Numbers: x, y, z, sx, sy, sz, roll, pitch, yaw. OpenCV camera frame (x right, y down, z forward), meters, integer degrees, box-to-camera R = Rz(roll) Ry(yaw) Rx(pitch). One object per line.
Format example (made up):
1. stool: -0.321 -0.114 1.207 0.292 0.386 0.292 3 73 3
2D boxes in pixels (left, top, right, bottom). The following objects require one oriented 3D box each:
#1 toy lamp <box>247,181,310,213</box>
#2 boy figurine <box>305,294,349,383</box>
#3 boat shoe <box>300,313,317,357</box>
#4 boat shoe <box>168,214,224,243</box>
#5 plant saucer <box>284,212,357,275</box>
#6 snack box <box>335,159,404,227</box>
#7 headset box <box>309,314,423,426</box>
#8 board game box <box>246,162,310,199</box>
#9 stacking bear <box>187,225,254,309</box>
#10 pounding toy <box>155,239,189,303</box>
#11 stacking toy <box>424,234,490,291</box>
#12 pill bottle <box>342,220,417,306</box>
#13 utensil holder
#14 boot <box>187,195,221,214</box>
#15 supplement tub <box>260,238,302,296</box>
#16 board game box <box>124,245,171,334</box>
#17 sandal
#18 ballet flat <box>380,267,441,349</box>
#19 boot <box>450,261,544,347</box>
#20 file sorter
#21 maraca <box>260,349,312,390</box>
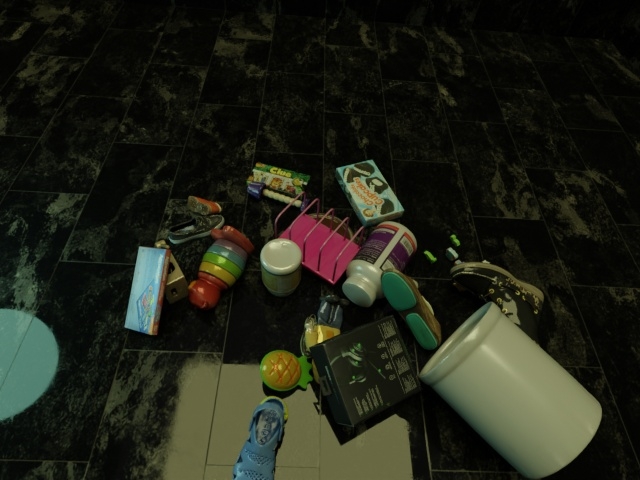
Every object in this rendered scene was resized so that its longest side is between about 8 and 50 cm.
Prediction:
1. toy lamp: -0.182 -0.185 1.772 0.274 0.080 0.080 21 55 8
2. boy figurine: 0.017 0.328 1.381 0.177 0.092 0.286 29 59 -31
3. boat shoe: -0.040 0.327 1.429 0.056 0.049 0.153 4 54 -2
4. boat shoe: -0.497 -0.061 1.653 0.228 0.076 0.080 -20 58 -18
5. plant saucer: 0.000 0.000 1.671 0.309 0.050 0.311 3 53 -4
6. snack box: 0.213 -0.214 1.834 0.186 0.060 0.322 -16 57 -15
7. headset box: 0.129 0.398 1.275 0.282 0.131 0.247 -17 79 -26
8. board game box: -0.188 -0.270 1.861 0.259 0.030 0.136 14 52 5
9. stacking bear: -0.374 0.114 1.494 0.164 0.175 0.289 40 64 -29
10. pounding toy: -0.563 0.093 1.472 0.094 0.181 0.206 -27 61 -22
11. stacking toy: 0.551 0.083 1.656 0.166 0.052 0.221 -28 61 -23
12. pill bottle: 0.217 0.089 1.543 0.181 0.182 0.323 31 58 16
13. utensil holder: 0.545 0.434 1.226 0.327 0.328 0.385 -37 73 -27
14. boot: -0.489 -0.146 1.734 0.157 0.059 0.084 26 22 31
15. supplement tub: -0.141 0.102 1.490 0.144 0.200 0.145 2 55 -3
16. board game box: -0.584 0.164 1.396 0.144 0.027 0.282 5 83 32
17. sandal: -0.174 0.593 1.176 0.126 0.138 0.318 10 56 0
18. ballet flat: 0.325 0.217 1.437 0.343 0.116 0.124 55 40 -10
19. boot: 0.630 0.256 1.464 0.376 0.138 0.285 24 56 -12
20. file sorter: -0.006 -0.019 1.542 0.290 0.182 0.202 32 58 17
21. maraca: -0.108 0.420 1.332 0.185 0.099 0.128 13 61 -26
